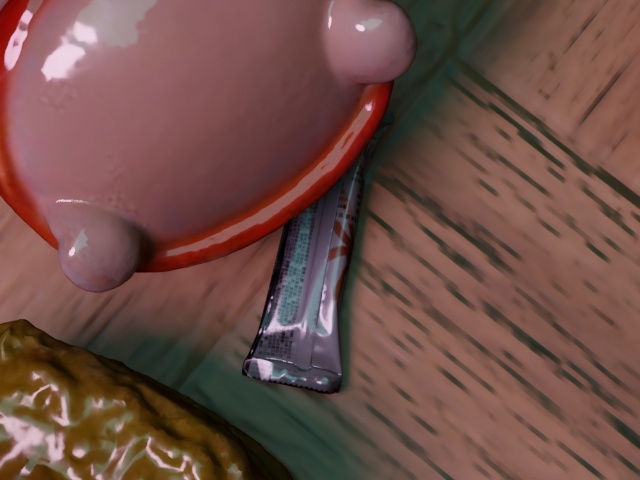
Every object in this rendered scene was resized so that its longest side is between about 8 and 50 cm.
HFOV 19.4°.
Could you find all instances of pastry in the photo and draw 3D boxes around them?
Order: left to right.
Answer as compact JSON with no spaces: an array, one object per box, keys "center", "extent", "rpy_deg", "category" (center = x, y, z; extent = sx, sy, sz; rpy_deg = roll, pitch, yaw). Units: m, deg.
[{"center":[-0.093,0.123,0.630],"extent":[0.189,0.103,0.188],"rpy_deg":[-1,80,3],"category":"pastry"}]

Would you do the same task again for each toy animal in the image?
[{"center":[-0.065,-0.087,0.643],"extent":[0.171,0.171,0.197],"rpy_deg":[-32,73,-2],"category":"toy animal"}]

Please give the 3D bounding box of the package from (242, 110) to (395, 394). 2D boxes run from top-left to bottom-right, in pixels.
[{"center":[0.000,0.000,0.689],"extent":[0.037,0.015,0.110],"rpy_deg":[11,83,4],"category":"package"}]
